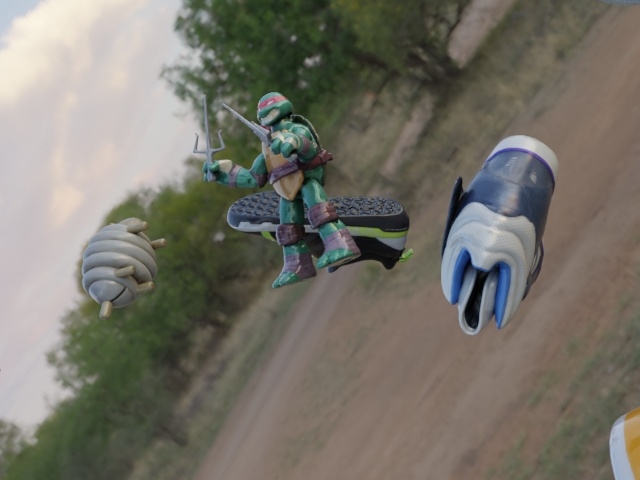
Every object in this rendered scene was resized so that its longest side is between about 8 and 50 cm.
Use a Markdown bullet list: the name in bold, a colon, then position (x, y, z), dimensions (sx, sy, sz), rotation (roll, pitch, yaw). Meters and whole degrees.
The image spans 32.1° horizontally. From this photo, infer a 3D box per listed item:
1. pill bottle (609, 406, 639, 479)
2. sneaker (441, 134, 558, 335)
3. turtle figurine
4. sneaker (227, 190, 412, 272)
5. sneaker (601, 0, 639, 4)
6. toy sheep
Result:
- **pill bottle**: position (0.355, 0.141, 0.769), dimensions (0.272, 0.152, 0.152), rotation (-29, 12, 24)
- **sneaker**: position (0.205, 0.043, 1.414), dimensions (0.322, 0.130, 0.236), rotation (95, -160, -53)
- **turtle figurine**: position (-0.041, -0.075, 1.190), dimensions (0.118, 0.234, 0.175), rotation (-18, -7, -27)
- **sneaker**: position (0.000, 0.000, 1.385), dimensions (0.084, 0.235, 0.097), rotation (-87, 1, -63)
- **sneaker**: position (0.242, -0.305, 1.040), dimensions (0.094, 0.256, 0.151), rotation (77, -158, -56)
- **toy sheep**: position (-0.221, 0.029, 1.228), dimensions (0.091, 0.091, 0.132), rotation (126, 163, -49)
